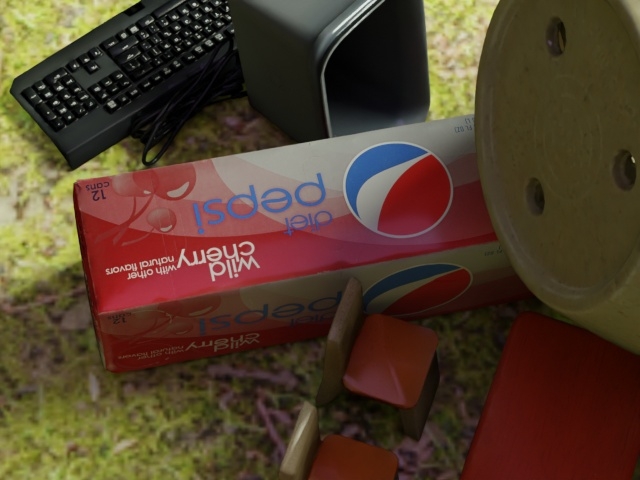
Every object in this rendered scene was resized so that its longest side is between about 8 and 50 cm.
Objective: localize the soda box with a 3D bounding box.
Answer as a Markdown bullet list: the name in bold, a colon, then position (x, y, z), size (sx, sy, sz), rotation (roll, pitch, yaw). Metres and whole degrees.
- **soda box**: position (0.000, 0.000, 0.980), size (0.263, 0.092, 0.083), rotation (-11, 65, -8)

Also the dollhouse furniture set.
- **dollhouse furniture set**: position (0.100, 0.155, 0.876), size (0.262, 0.135, 0.259), rotation (18, 62, 7)

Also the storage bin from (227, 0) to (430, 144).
- **storage bin**: position (0.005, -0.111, 1.024), size (0.091, 0.135, 0.098), rotation (35, 66, 26)

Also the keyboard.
- **keyboard**: position (-0.087, -0.117, 1.072), size (0.192, 0.038, 0.100), rotation (-36, 69, -18)

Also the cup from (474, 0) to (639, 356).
- **cup**: position (0.215, -0.059, 0.855), size (0.237, 0.331, 0.331), rotation (-6, 61, -22)
